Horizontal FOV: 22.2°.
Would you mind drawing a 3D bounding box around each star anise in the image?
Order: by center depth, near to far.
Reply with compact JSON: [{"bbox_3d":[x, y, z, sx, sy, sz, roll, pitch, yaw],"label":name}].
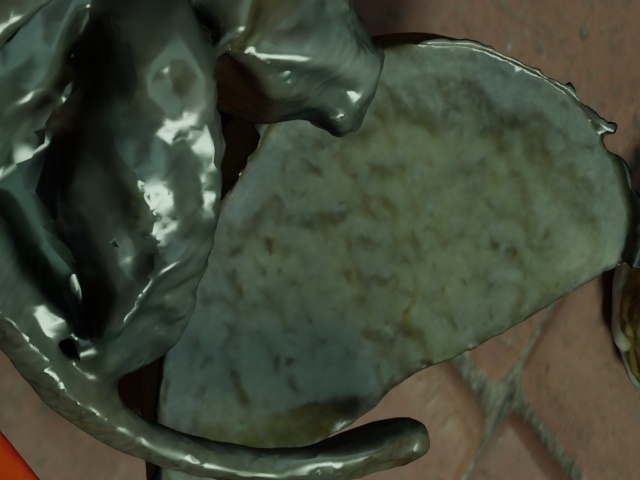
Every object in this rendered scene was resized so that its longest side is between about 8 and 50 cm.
[{"bbox_3d":[-0.053,-0.088,0.479,0.359,0.139,0.316,16,94,-39],"label":"star anise"}]

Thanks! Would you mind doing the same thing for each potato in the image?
[{"bbox_3d":[0.000,0.000,0.643,0.243,0.098,0.138,-30,106,-24],"label":"potato"}]

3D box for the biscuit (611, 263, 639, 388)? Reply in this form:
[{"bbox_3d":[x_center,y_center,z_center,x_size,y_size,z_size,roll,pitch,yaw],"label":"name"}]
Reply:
[{"bbox_3d":[0.243,0.011,0.983,0.208,0.049,0.181,-52,137,-25],"label":"biscuit"}]

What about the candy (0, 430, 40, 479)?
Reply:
[{"bbox_3d":[-0.167,0.093,0.478,0.146,0.088,0.276,-54,138,-25],"label":"candy"}]
